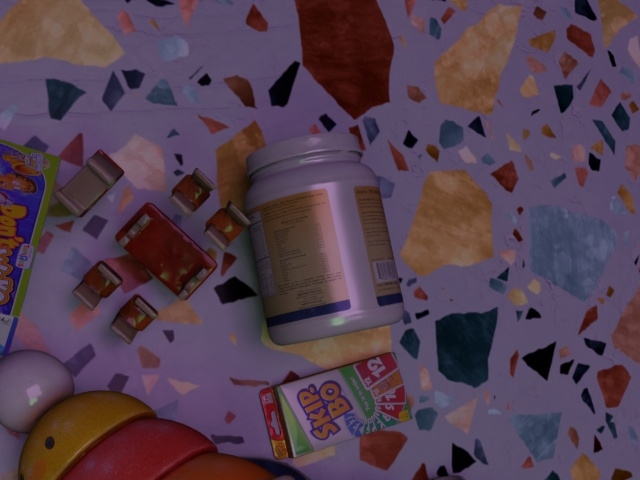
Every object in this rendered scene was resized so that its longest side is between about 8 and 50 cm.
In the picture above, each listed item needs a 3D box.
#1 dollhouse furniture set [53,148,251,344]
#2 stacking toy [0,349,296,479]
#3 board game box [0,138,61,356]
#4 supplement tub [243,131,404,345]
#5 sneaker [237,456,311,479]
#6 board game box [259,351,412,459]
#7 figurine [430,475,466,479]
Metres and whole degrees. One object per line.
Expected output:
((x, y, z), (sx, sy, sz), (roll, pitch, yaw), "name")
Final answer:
((-0.279, -0.019, 1.259), (0.262, 0.135, 0.259), (-45, 101, 0), "dollhouse furniture set")
((-0.297, 0.332, 1.116), (0.480, 0.350, 0.350), (38, 64, 18), "stacking toy")
((-0.501, -0.021, 1.096), (0.233, 0.078, 0.347), (16, 36, -20), "board game box")
((0.000, 0.000, 1.334), (0.228, 0.228, 0.316), (-8, 83, -25), "supplement tub")
((-0.020, 0.478, 1.274), (0.316, 0.127, 0.182), (19, 101, 0), "sneaker")
((0.029, 0.284, 1.399), (0.260, 0.039, 0.124), (-12, 84, -23), "board game box")
((0.184, 0.533, 1.396), (0.215, 0.092, 0.209), (-6, 90, -25), "figurine")
